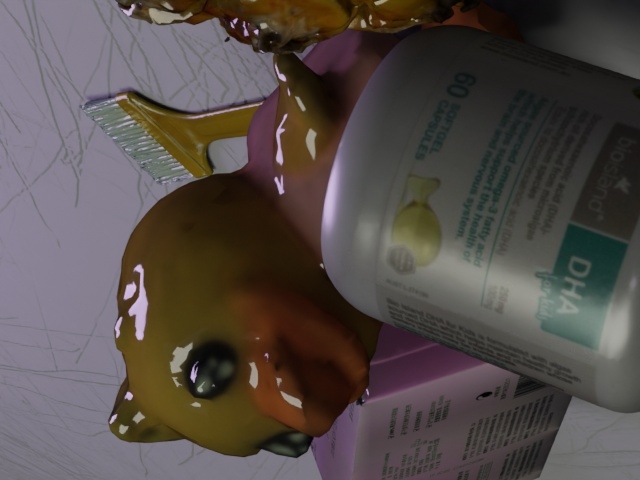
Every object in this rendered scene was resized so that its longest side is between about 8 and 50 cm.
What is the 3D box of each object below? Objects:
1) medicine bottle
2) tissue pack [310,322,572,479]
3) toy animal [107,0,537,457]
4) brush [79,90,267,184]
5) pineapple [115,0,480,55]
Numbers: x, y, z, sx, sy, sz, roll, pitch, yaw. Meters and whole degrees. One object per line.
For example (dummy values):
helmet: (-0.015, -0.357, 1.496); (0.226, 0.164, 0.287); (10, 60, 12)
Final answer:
medicine bottle: (0.121, -0.001, 0.768); (0.215, 0.135, 0.135); (21, 154, 21)
tissue pack: (0.069, 0.087, 1.122); (0.246, 0.148, 0.092); (95, 156, -63)
toy animal: (-0.003, 0.000, 0.936); (0.195, 0.281, 0.169); (45, 172, -36)
brush: (-0.067, -0.071, 1.152); (0.205, 0.011, 0.083); (-6, 137, 49)
pineapple: (-0.004, -0.135, 0.801); (0.334, 0.161, 0.158); (-2, 143, 44)
